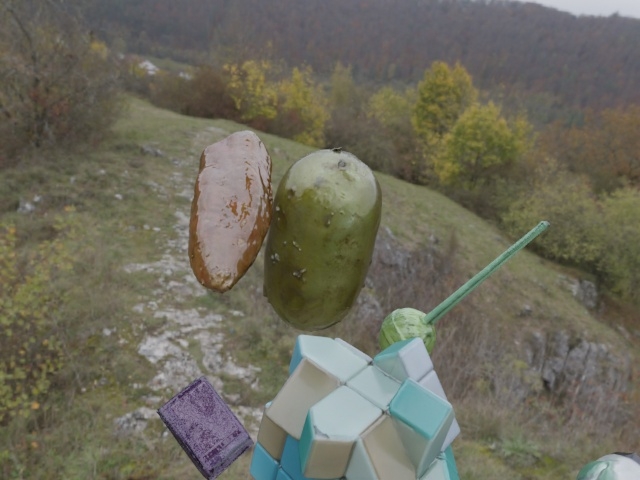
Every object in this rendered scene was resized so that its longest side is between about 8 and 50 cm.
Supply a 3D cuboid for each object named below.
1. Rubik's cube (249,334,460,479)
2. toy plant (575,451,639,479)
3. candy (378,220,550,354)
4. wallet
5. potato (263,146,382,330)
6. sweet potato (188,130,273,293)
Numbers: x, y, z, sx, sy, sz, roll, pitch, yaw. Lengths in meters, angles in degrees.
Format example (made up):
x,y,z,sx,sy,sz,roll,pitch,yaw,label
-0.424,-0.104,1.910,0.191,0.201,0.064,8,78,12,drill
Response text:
x,y,z,sx,sy,sz,roll,pitch,yaw,label
0.052,0.237,0.682,0.265,0.213,0.224,34,30,34,Rubik's cube
0.431,0.516,0.994,0.332,0.247,0.247,-9,21,-13,toy plant
0.222,0.083,0.906,0.093,0.335,0.092,47,22,1,candy
-0.212,0.346,1.073,0.111,0.030,0.166,-36,84,-30,wallet
0.000,0.000,0.911,0.173,0.308,0.210,11,17,-9,potato
-0.102,-0.036,0.631,0.097,0.097,0.252,8,40,-5,sweet potato
